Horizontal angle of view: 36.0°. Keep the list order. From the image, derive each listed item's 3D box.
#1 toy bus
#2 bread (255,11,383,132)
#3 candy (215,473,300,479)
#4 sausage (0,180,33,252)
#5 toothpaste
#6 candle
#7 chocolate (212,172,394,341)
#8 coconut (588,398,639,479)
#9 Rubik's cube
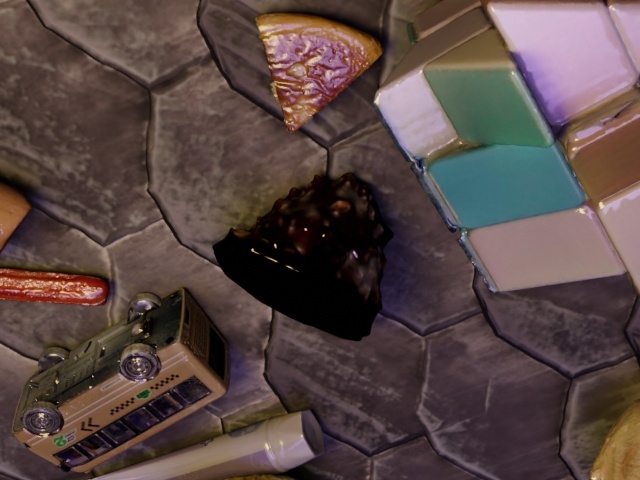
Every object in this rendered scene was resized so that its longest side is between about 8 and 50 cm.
[{"bbox_3d":[-0.272,0.200,1.355,0.289,0.139,0.157,-31,120,13],"label":"toy bus"},{"bbox_3d":[-0.025,-0.218,1.161,0.136,0.054,0.154,39,107,-21],"label":"bread"},{"bbox_3d":[-0.119,0.429,1.446,0.260,0.118,0.260,-8,149,-5],"label":"candy"},{"bbox_3d":[-0.494,-0.051,1.221,0.253,0.123,0.123,24,117,-12],"label":"sausage"},{"bbox_3d":[-0.173,0.345,1.472,0.371,0.080,0.125,-24,123,18],"label":"toothpaste"},{"bbox_3d":[-0.449,0.058,1.327,0.329,0.048,0.051,5,161,-2],"label":"candle"},{"bbox_3d":[0.000,0.000,1.258,0.224,0.206,0.177,41,68,-30],"label":"chocolate"},{"bbox_3d":[0.501,0.352,1.347,0.255,0.297,0.297,-8,121,24],"label":"coconut"},{"bbox_3d":[0.278,-0.137,1.028,0.368,0.358,0.387,-28,114,15],"label":"Rubik's cube"}]
